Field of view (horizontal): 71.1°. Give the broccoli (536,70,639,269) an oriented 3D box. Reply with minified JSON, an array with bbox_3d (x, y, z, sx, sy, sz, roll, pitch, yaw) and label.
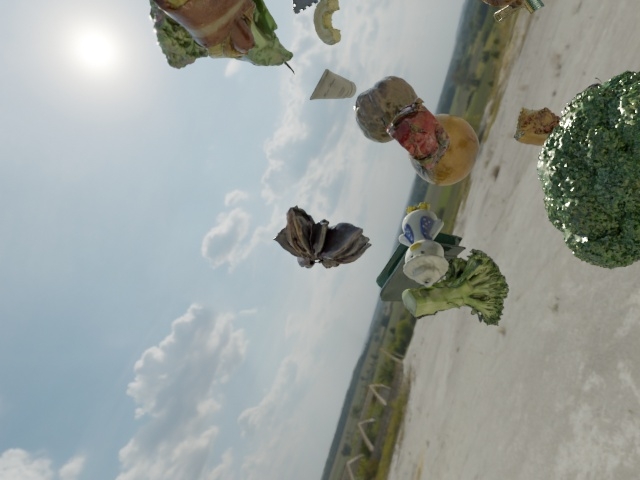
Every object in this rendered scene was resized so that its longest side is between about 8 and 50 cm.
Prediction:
[{"bbox_3d":[0.578,-0.126,0.856,0.321,0.310,0.413,-43,32,39],"label":"broccoli"}]

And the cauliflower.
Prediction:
[{"bbox_3d":[-0.173,-0.418,0.839,0.256,0.315,0.239,-43,15,30],"label":"cauliflower"}]

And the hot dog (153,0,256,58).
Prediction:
[{"bbox_3d":[-0.148,-0.332,0.596,0.123,0.093,0.261,-50,-26,4],"label":"hot dog"}]

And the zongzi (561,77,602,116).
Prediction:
[{"bbox_3d":[0.979,-0.528,1.671,0.187,0.084,0.184,-59,2,45],"label":"zongzi"}]

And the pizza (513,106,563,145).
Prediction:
[{"bbox_3d":[0.697,-0.362,1.411,0.056,0.271,0.134,-30,74,58],"label":"pizza"}]

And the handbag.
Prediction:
[{"bbox_3d":[0.368,0.103,1.684,0.089,0.239,0.326,-104,30,-45],"label":"handbag"}]

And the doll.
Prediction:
[{"bbox_3d":[0.285,0.007,1.252,0.119,0.138,0.293,46,-145,-38],"label":"doll"}]

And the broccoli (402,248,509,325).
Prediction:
[{"bbox_3d":[0.427,0.152,1.482,0.221,0.362,0.251,131,144,-57],"label":"broccoli"}]

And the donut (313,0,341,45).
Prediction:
[{"bbox_3d":[0.028,-0.802,1.643,0.065,0.108,0.165,-21,-68,-34],"label":"donut"}]

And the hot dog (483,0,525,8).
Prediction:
[{"bbox_3d":[0.355,-0.513,0.882,0.060,0.140,0.090,-59,8,-28],"label":"hot dog"}]

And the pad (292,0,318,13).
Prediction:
[{"bbox_3d":[0.038,-0.695,1.043,0.269,0.012,0.269,-38,-17,-21],"label":"pad"}]

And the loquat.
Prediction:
[{"bbox_3d":[0.448,-0.335,1.657,0.263,0.263,0.262,17,-90,-80],"label":"loquat"}]

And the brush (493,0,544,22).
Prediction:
[{"bbox_3d":[0.544,-0.653,1.255,0.010,0.082,0.218,-41,10,3],"label":"brush"}]

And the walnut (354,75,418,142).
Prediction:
[{"bbox_3d":[0.253,-0.491,1.700,0.248,0.249,0.248,17,-90,-80],"label":"walnut"}]

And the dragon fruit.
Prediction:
[{"bbox_3d":[0.314,-0.351,1.422,0.147,0.211,0.282,-47,32,22],"label":"dragon fruit"}]

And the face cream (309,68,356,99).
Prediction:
[{"bbox_3d":[0.059,-0.673,1.959,0.143,0.089,0.314,-55,-17,28],"label":"face cream"}]

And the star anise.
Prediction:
[{"bbox_3d":[0.000,0.000,0.944,0.236,0.229,0.092,30,-121,-44],"label":"star anise"}]
